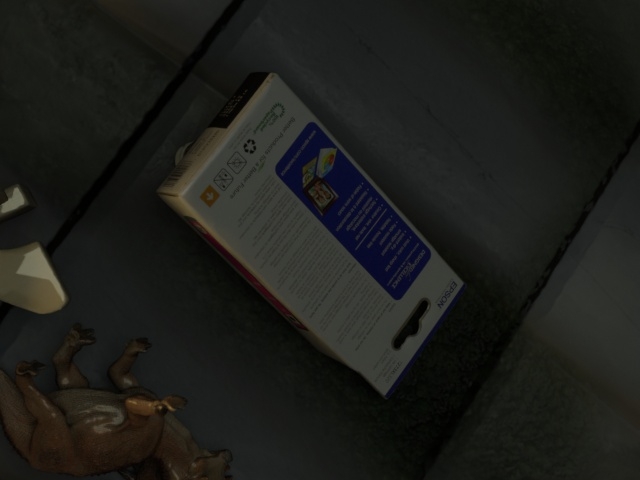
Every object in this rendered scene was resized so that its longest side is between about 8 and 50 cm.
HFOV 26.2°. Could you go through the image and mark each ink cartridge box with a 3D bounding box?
[{"bbox_3d":[0.000,0.000,1.538,0.371,0.069,0.175,45,71,-27],"label":"ink cartridge box"}]

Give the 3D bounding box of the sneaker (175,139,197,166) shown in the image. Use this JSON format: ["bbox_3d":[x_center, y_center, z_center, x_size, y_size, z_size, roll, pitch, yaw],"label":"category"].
[{"bbox_3d":[-0.075,-0.093,1.552,0.170,0.075,0.063,0,83,-18],"label":"sneaker"}]

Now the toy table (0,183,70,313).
[{"bbox_3d":[-0.376,-0.010,1.376,0.161,0.252,0.274,-27,102,-2],"label":"toy table"}]

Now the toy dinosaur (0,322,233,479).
[{"bbox_3d":[-0.237,0.210,1.447,0.296,0.127,0.200,11,116,0],"label":"toy dinosaur"}]
